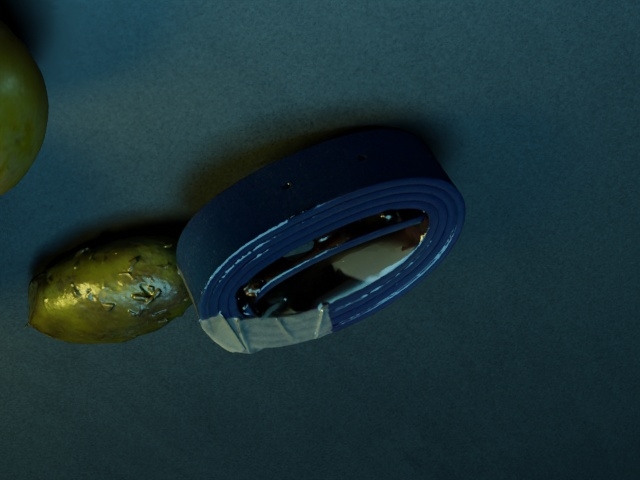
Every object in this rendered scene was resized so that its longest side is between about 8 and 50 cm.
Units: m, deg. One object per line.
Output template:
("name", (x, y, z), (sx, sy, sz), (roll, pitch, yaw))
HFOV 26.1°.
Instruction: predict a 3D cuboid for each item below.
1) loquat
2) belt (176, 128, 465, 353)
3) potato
("loquat", (-0.394, -0.136, 1.421), (0.235, 0.235, 0.235), (-5, 139, -4))
("belt", (0.000, 0.000, 1.677), (0.347, 0.117, 0.212), (-26, 135, -4))
("potato", (-0.268, 0.070, 1.766), (0.251, 0.113, 0.149), (-20, 142, 11))
